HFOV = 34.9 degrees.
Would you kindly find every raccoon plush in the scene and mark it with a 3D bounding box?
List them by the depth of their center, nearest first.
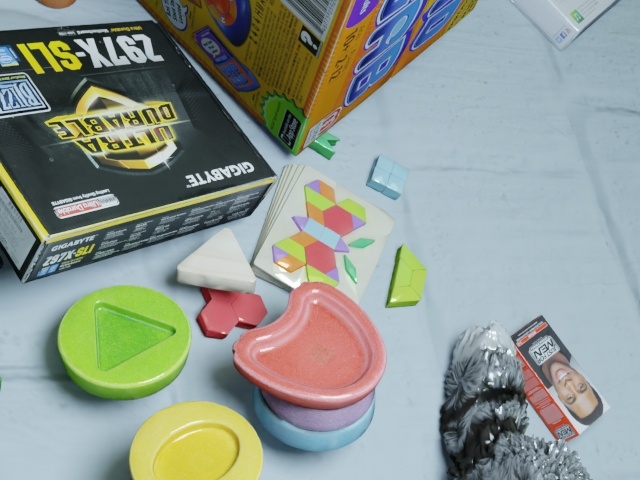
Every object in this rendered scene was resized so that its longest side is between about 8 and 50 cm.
[{"bbox_3d":[0.296,0.308,1.096,0.299,0.216,0.446,26,54,-20],"label":"raccoon plush"}]

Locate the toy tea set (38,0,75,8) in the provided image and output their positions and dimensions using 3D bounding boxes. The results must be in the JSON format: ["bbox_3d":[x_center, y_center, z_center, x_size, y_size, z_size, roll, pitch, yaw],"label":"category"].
[{"bbox_3d":[-0.378,-0.436,1.218,0.336,0.124,0.200,37,53,-3],"label":"toy tea set"}]

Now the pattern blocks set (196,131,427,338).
[{"bbox_3d":[0.000,0.000,1.221,0.285,0.026,0.325,18,56,-16],"label":"pattern blocks set"}]

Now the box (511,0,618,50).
[{"bbox_3d":[0.344,-0.478,1.643,0.322,0.058,0.232,48,53,3],"label":"box"}]

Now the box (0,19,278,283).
[{"bbox_3d":[-0.236,-0.111,1.076,0.322,0.079,0.257,-18,64,-48],"label":"box"}]

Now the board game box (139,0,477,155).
[{"bbox_3d":[0.000,-0.395,1.181,0.356,0.356,0.356,45,67,7],"label":"board game box"}]

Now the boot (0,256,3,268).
[{"bbox_3d":[-0.390,0.024,1.004,0.121,0.045,0.099,31,51,2],"label":"boot"}]

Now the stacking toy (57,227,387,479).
[{"bbox_3d":[-0.107,0.153,1.051,0.309,0.130,0.279,-31,57,-34],"label":"stacking toy"}]

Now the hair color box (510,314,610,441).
[{"bbox_3d":[0.284,0.170,1.254,0.072,0.043,0.141,-29,79,-36],"label":"hair color box"}]
